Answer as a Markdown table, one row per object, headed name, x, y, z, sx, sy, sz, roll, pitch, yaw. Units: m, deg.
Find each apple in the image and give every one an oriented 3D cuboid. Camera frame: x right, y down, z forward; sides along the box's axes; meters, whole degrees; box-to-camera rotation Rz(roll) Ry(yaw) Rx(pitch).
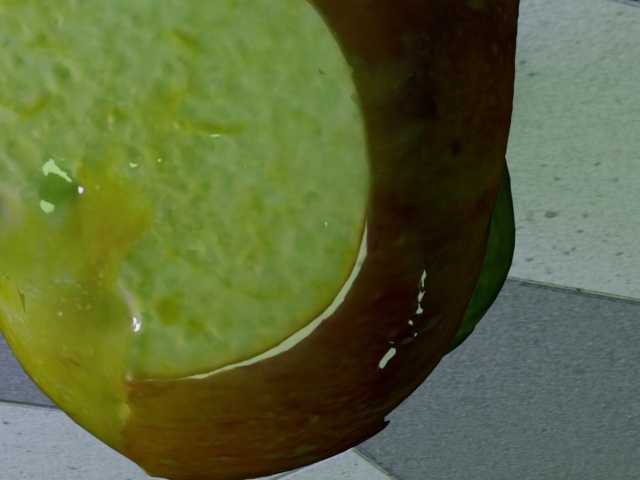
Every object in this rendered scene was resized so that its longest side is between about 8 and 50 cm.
| name | x | y | z | sx | sy | sz | roll | pitch | yaw |
| --- | --- | --- | --- | --- | --- | --- | --- | --- | --- |
| apple | -0.076 | -0.081 | 0.879 | 0.374 | 0.384 | 0.374 | 11 | 168 | 2 |

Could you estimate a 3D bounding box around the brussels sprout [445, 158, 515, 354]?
| name | x | y | z | sx | sy | sz | roll | pitch | yaw |
| --- | --- | --- | --- | --- | --- | --- | --- | --- | --- |
| brussels sprout | 0.000 | 0.000 | 1.209 | 0.271 | 0.210 | 0.219 | -17 | -175 | 12 |
